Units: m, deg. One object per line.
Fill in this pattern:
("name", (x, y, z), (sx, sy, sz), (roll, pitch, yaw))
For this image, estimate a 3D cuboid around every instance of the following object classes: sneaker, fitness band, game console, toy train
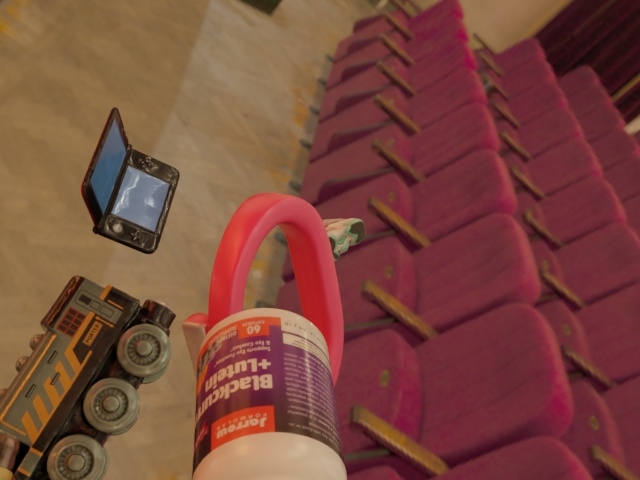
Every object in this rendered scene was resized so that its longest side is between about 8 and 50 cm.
("sneaker", (0.000, 0.000, 0.958), (0.098, 0.069, 0.038), (-26, 114, -40))
("fitness band", (-0.046, 0.091, 0.827), (0.209, 0.054, 0.290), (-46, 137, -44))
("game console", (-0.239, -0.076, 1.024), (0.124, 0.085, 0.144), (24, 54, -20))
("toy train", (-0.349, 0.212, 1.149), (0.190, 0.142, 0.334), (30, 71, -2))

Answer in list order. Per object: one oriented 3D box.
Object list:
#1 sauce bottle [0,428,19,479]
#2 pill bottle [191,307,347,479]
("sauce bottle", (-0.384, 0.345, 0.746), (0.111, 0.111, 0.344), (29, 56, -33))
("pill bottle", (-0.038, 0.149, 0.576), (0.108, 0.108, 0.193), (33, 26, -27))
